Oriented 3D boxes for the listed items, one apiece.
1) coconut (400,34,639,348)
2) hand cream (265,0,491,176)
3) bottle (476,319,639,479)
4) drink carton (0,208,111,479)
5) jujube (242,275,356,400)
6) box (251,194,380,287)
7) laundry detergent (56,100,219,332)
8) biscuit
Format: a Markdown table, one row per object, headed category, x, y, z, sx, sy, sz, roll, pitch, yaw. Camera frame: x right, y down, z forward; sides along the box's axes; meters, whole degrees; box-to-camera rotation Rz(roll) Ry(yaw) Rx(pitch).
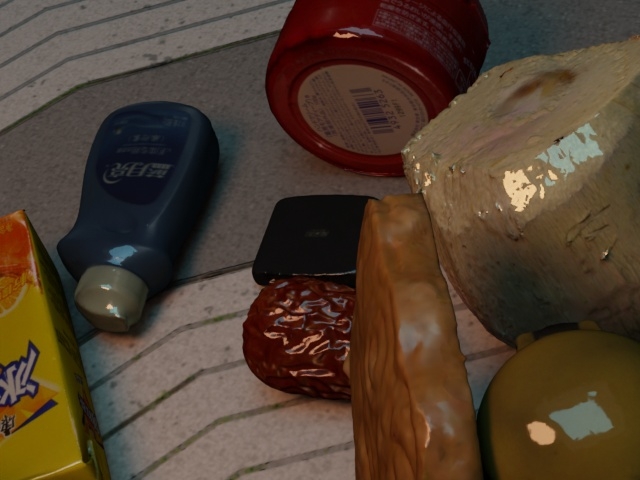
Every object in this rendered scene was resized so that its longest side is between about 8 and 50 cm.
| category | x | y | z | sx | sy | sz | roll | pitch | yaw |
| --- | --- | --- | --- | --- | --- | --- | --- | --- | --- |
| coconut | 0.239 | -0.026 | 1.179 | 0.297 | 0.254 | 0.297 | -27 | 24 | 13 |
| hand cream | 0.061 | -0.188 | 1.416 | 0.230 | 0.230 | 0.149 | 2 | 51 | 19 |
| bottle | 0.187 | 0.204 | 0.910 | 0.172 | 0.351 | 0.171 | -8 | 46 | 9 |
| drink carton | -0.312 | 0.140 | 1.296 | 0.155 | 0.111 | 0.351 | -23 | 45 | -2 |
| jujube | 0.015 | 0.095 | 1.249 | 0.176 | 0.109 | 0.112 | 9 | 87 | 14 |
| box | 0.000 | 0.000 | 1.396 | 0.126 | 0.027 | 0.125 | 0 | 45 | 19 |
| laundry detergent | -0.205 | -0.025 | 1.432 | 0.143 | 0.094 | 0.289 | 1 | 48 | 13 |
| biscuit | 0.061 | 0.184 | 0.964 | 0.062 | 0.365 | 0.385 | -4 | 52 | -5 |
